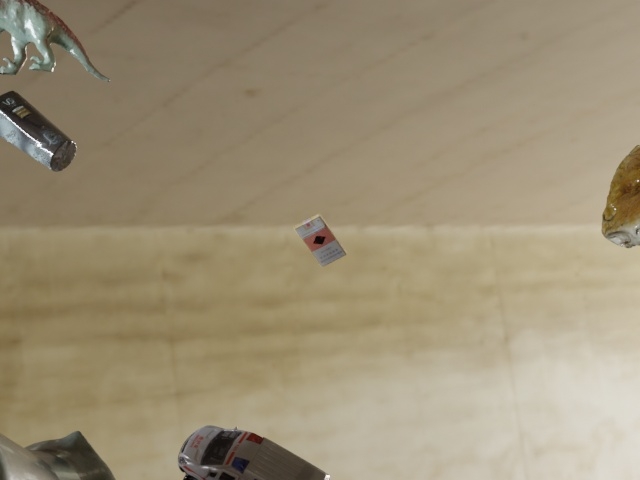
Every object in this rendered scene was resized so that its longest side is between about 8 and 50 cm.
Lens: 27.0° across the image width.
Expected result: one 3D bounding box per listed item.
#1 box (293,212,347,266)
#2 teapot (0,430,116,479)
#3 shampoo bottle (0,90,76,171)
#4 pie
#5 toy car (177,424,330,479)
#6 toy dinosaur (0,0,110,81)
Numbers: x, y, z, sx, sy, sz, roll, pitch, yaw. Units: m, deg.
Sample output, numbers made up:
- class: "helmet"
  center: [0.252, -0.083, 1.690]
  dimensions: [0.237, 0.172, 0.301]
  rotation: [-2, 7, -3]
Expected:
- class: "box"
  center: [0.000, 0.000, 2.003]
  dimensions: [0.046, 0.083, 0.012]
  rotation: [-27, 32, 14]
- class: "teapot"
  center: [-0.393, 0.338, 1.498]
  dimensions: [0.253, 0.300, 0.344]
  rotation: [14, -5, 23]
- class: "shampoo bottle"
  center: [-0.465, -0.180, 2.038]
  dimensions: [0.057, 0.207, 0.063]
  rotation: [-27, -33, -50]
- class: "pie"
  center: [0.400, -0.078, 1.526]
  dimensions: [0.046, 0.195, 0.195]
  rotation: [38, -24, -14]
- class: "toy car"
  center: [-0.091, 0.314, 1.798]
  dimensions: [0.209, 0.089, 0.108]
  rotation: [29, -37, 6]
- class: "toy dinosaur"
  center: [-0.416, -0.316, 1.975]
  dimensions: [0.242, 0.167, 0.053]
  rotation: [18, -14, -5]
